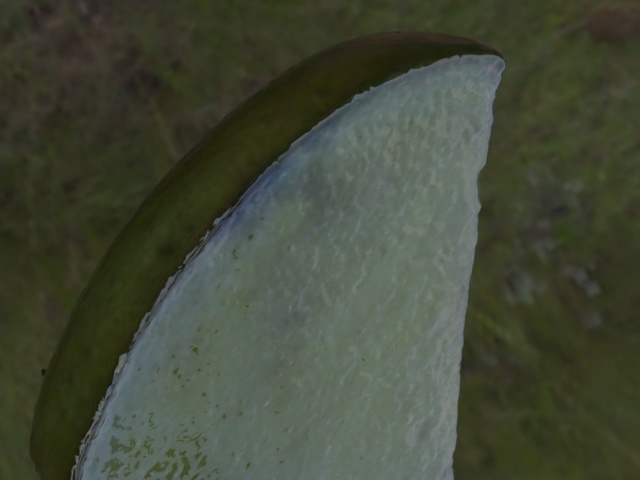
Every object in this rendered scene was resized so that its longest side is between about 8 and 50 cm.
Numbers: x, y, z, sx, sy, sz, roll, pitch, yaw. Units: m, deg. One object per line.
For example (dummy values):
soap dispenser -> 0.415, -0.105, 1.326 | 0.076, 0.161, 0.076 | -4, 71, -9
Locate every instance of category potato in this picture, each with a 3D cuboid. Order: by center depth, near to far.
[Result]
potato -> 0.000, 0.000, 0.933 | 0.269, 0.112, 0.255 | 8, 115, -46
